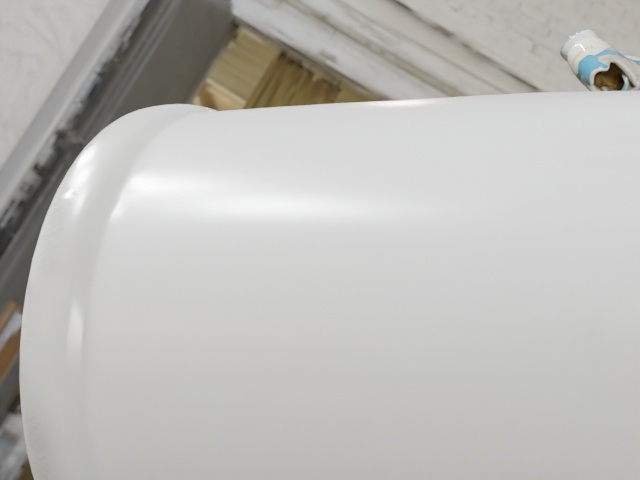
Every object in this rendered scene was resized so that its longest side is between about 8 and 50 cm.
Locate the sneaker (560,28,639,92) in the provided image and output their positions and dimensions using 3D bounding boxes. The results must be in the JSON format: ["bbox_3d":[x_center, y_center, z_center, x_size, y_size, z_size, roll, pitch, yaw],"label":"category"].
[{"bbox_3d":[0.474,-0.252,1.829,0.228,0.087,0.092,16,39,-38],"label":"sneaker"}]

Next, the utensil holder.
[{"bbox_3d":[0.073,0.072,0.703,0.385,0.327,0.327,0,-23,23],"label":"utensil holder"}]
